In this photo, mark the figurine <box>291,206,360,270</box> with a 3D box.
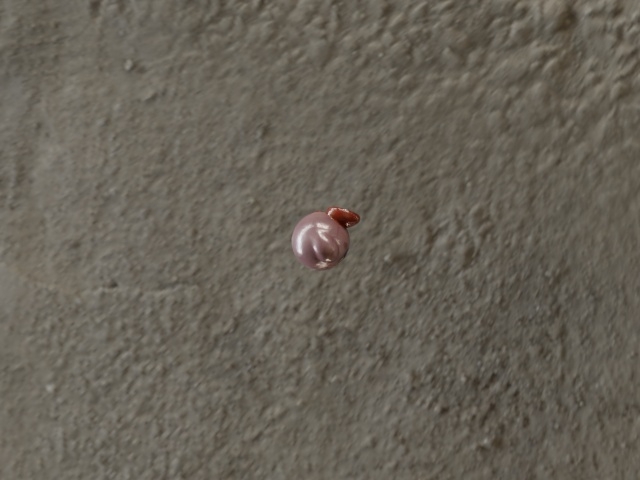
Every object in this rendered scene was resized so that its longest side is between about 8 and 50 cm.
[{"bbox_3d":[0.000,0.000,1.311,0.067,0.083,0.071,22,74,-13],"label":"figurine"}]
